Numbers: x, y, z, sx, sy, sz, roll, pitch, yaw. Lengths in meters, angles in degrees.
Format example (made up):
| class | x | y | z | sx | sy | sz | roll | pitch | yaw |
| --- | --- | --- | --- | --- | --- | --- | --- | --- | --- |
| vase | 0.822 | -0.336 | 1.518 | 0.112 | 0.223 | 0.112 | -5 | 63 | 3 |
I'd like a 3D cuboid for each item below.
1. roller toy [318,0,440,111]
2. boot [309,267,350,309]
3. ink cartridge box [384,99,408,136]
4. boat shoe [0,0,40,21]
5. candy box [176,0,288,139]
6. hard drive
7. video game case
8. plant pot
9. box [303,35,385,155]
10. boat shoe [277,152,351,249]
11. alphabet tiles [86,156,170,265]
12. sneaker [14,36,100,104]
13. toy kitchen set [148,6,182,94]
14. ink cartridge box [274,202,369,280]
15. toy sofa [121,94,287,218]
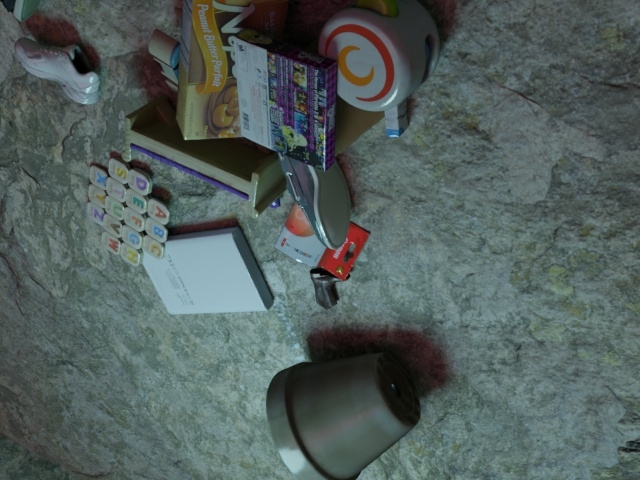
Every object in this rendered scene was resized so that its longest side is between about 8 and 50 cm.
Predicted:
| class | x | y | z | sx | sy | sz | roll | pitch | yaw |
| --- | --- | --- | --- | --- | --- | --- | --- | --- | --- |
| roller toy | 0.106 | -0.340 | 1.325 | 0.209 | 0.146 | 0.191 | -23 | 106 | 51 |
| boot | 0.031 | 0.120 | 1.777 | 0.107 | 0.037 | 0.114 | 7 | 128 | 27 |
| ink cartridge box | 0.146 | -0.248 | 1.432 | 0.028 | 0.048 | 0.083 | 9 | 126 | 26 |
| boat shoe | -0.648 | -0.630 | 1.602 | 0.113 | 0.127 | 0.340 | 33 | 143 | -8 |
| candy box | -0.180 | -0.354 | 1.465 | 0.087 | 0.183 | 0.316 | -119 | 31 | -42 |
| hard drive | -0.310 | 0.087 | 1.956 | 0.353 | 0.047 | 0.233 | -6 | 117 | 35 |
| video game case | -0.067 | -0.263 | 1.407 | 0.210 | 0.042 | 0.232 | 25 | 140 | 24 |
| plant pot | 0.075 | 0.409 | 1.802 | 0.280 | 0.323 | 0.323 | -32 | 102 | 25 |
| box | 0.013 | -0.280 | 1.456 | 0.164 | 0.021 | 0.201 | -38 | 98 | 10 |
| boat shoe | -0.021 | -0.130 | 1.584 | 0.099 | 0.116 | 0.319 | 1 | 117 | 39 |
| alphabet tiles | -0.512 | -0.073 | 1.951 | 0.278 | 0.021 | 0.284 | 29 | 124 | 20 |
| sneaker | -0.613 | -0.430 | 1.761 | 0.232 | 0.090 | 0.115 | 31 | 127 | -3 |
| toy kitchen set | -0.245 | -0.394 | 1.562 | 0.122 | 0.166 | 0.207 | 34 | 169 | 12 |
| ink cartridge box | 0.000 | 0.000 | 1.682 | 0.179 | 0.045 | 0.145 | 33 | 120 | 11 |
| toy sofa | -0.256 | -0.172 | 1.668 | 0.363 | 0.150 | 0.177 | 24 | 130 | 15 |
